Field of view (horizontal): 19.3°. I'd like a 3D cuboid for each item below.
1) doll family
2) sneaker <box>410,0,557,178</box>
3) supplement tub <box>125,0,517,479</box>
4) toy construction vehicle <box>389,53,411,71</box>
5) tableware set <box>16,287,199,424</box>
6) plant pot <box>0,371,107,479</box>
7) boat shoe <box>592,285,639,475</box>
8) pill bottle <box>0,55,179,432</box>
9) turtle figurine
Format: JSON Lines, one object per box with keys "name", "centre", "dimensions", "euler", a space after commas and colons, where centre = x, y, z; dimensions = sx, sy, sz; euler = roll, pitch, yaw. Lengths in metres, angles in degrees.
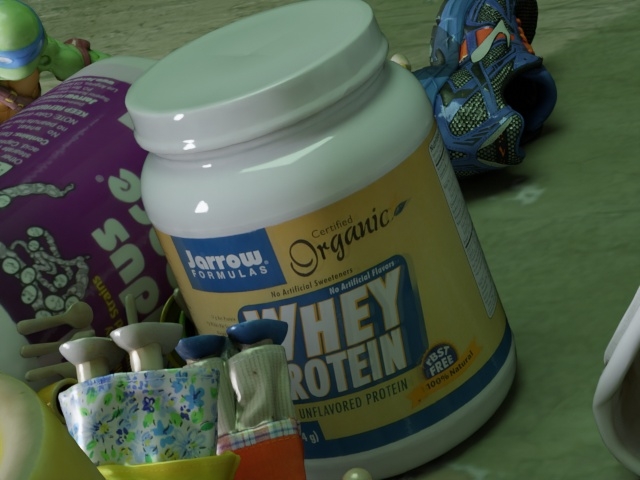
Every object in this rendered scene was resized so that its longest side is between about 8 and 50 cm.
{"name": "doll family", "centre": [-0.111, 0.132, 0.768], "dimensions": [0.263, 0.163, 0.118], "euler": [-16, -14, 15]}
{"name": "sneaker", "centre": [0.112, -0.097, 1.200], "dimensions": [0.087, 0.083, 0.221], "euler": [2, 35, 19]}
{"name": "supplement tub", "centre": [0.000, 0.000, 0.896], "dimensions": [0.144, 0.200, 0.144], "euler": [-19, 23, 8]}
{"name": "toy construction vehicle", "centre": [0.026, -0.088, 1.297], "dimensions": [0.098, 0.035, 0.086], "euler": [-28, 19, 0]}
{"name": "tableware set", "centre": [-0.079, 0.076, 0.938], "dimensions": [0.154, 0.104, 0.024], "euler": [-9, -1, -45]}
{"name": "plant pot", "centre": [-0.106, 0.179, 0.540], "dimensions": [0.254, 0.239, 0.254], "euler": [-18, 24, 8]}
{"name": "boat shoe", "centre": [0.184, 0.004, 0.659], "dimensions": [0.156, 0.136, 0.367], "euler": [-49, -2, -29]}
{"name": "pill bottle", "centre": [-0.165, 0.038, 0.997], "dimensions": [0.169, 0.169, 0.301], "euler": [0, 31, 42]}
{"name": "turtle figurine", "centre": [-0.206, -0.049, 1.319], "dimensions": [0.266, 0.274, 0.198], "euler": [-27, 37, 63]}
